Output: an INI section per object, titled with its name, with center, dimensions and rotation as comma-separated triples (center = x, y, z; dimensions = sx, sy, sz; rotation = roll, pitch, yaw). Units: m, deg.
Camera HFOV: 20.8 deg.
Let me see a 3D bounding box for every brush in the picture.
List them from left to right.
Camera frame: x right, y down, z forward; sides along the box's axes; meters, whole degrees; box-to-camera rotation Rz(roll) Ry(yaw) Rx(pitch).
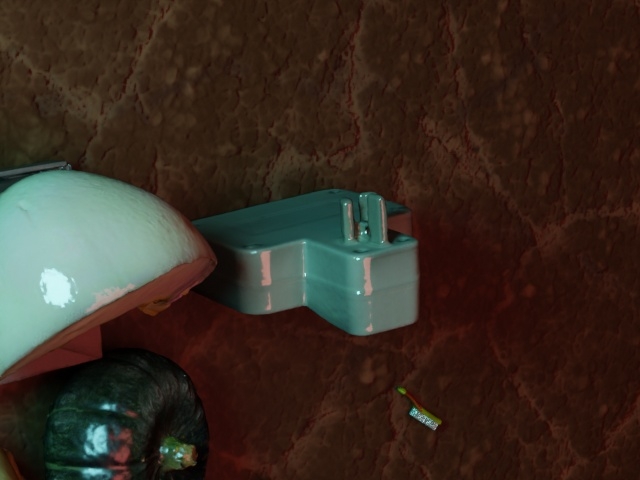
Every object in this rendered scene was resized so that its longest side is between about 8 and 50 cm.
[brush]
center = 0.118, 0.209, 2.165
dimensions = 0.021, 0.019, 0.083
rotation = -50, 126, -4

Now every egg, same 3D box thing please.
[egg]
center = -0.235, 0.009, 1.669
dimensions = 0.271, 0.206, 0.161
rotation = -27, 83, -37

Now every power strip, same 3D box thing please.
[power strip]
center = 0.000, 0.000, 1.885
dimensions = 0.229, 0.261, 0.141
rotation = -13, 109, -32

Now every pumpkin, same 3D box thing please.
[pumpkin]
center = -0.201, 0.220, 1.845
dimensions = 0.212, 0.152, 0.211
rotation = 8, 80, -50

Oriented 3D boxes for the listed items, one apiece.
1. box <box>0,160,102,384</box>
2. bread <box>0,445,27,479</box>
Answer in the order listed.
[box]
center = -0.336, 0.041, 1.767
dimensions = 0.215, 0.086, 0.215
rotation = -12, 106, -32
[bread]
center = -0.331, 0.395, 1.685
dimensions = 0.250, 0.394, 0.361
rotation = -35, 123, -6
